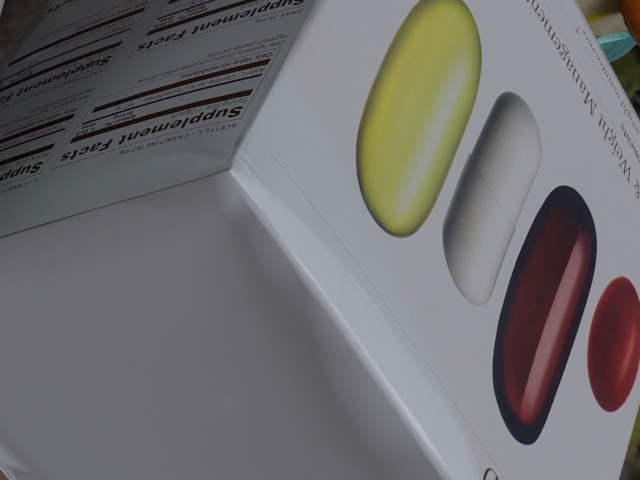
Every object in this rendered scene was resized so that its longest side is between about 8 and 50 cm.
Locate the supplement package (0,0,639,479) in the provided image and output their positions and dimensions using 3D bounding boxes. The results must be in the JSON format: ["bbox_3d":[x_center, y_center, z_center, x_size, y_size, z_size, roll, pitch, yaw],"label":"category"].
[{"bbox_3d":[0.000,0.000,0.571,0.194,0.149,0.203,55,40,-28],"label":"supplement package"}]

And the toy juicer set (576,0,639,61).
[{"bbox_3d":[0.128,-0.122,0.787,0.209,0.329,0.089,-6,72,-44],"label":"toy juicer set"}]

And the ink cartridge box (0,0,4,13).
[{"bbox_3d":[-0.145,-0.183,0.439,0.189,0.097,0.255,21,82,-56],"label":"ink cartridge box"}]

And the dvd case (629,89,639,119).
[{"bbox_3d":[0.305,-0.053,1.042,0.221,0.164,0.018,-22,155,-33],"label":"dvd case"}]
